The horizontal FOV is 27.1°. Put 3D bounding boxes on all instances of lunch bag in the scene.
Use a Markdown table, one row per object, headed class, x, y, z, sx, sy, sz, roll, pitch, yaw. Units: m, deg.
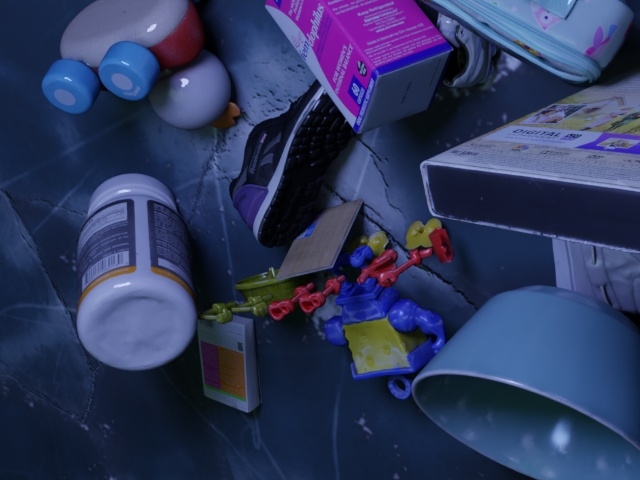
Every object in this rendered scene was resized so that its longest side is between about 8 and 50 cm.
| class | x | y | z | sx | sy | sz | roll | pitch | yaw |
| --- | --- | --- | --- | --- | --- | --- | --- | --- | --- |
| lunch bag | 0.192 | -0.265 | 1.412 | 0.279 | 0.224 | 0.108 | 30 | 100 | 7 |

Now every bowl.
| class | x | y | z | sx | sy | sz | roll | pitch | yaw |
| --- | --- | --- | --- | --- | --- | --- | --- | --- | --- |
| bowl | 0.280 | 0.167 | 1.592 | 0.311 | 0.163 | 0.311 | 21 | 157 | 9 |

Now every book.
| class | x | y | z | sx | sy | sz | roll | pitch | yaw |
| --- | --- | --- | --- | --- | --- | --- | --- | --- | --- |
| book | -0.141 | 0.179 | 2.007 | 0.096 | 0.035 | 0.144 | 13 | 118 | 32 |

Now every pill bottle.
| class | x | y | z | sx | sy | sz | roll | pitch | yaw |
| --- | --- | --- | --- | --- | --- | --- | --- | --- | --- |
| pill bottle | -0.257 | 0.036 | 1.847 | 0.162 | 0.278 | 0.162 | -4 | 126 | -6 |

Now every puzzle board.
| class | x | y | z | sx | sy | sz | roll | pitch | yaw |
| --- | --- | --- | --- | --- | --- | --- | --- | --- | --- |
| puzzle board | 0.000 | 0.000 | 1.772 | 0.096 | 0.128 | 0.011 | -15 | 125 | 38 |

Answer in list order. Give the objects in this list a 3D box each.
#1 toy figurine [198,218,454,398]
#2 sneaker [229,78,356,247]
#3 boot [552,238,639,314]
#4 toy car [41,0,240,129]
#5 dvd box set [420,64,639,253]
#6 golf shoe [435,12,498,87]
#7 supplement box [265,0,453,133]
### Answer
| class | x | y | z | sx | sy | sz | roll | pitch | yaw |
| --- | --- | --- | --- | --- | --- | --- | --- | --- | --- |
| toy figurine | 0.041 | 0.131 | 1.772 | 0.362 | 0.191 | 0.217 | -14 | 108 | 38 |
| sneaker | -0.044 | -0.137 | 1.750 | 0.124 | 0.107 | 0.283 | 48 | 121 | 33 |
| boot | 0.336 | -0.027 | 1.566 | 0.123 | 0.095 | 0.258 | 1 | 120 | 27 |
| toy car | -0.211 | -0.221 | 1.792 | 0.210 | 0.219 | 0.238 | -8 | 135 | 36 |
| dvd box set | 0.348 | -0.101 | 1.253 | 0.307 | 0.420 | 0.062 | 12 | 120 | 50 |
| golf shoe | 0.167 | -0.263 | 1.559 | 0.069 | 0.086 | 0.176 | 5 | 113 | 34 |
| supplement box | 0.041 | -0.253 | 1.576 | 0.220 | 0.114 | 0.111 | 56 | 153 | 24 |
